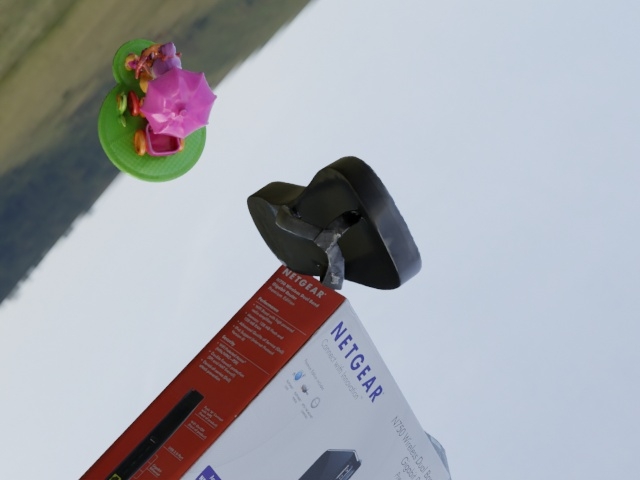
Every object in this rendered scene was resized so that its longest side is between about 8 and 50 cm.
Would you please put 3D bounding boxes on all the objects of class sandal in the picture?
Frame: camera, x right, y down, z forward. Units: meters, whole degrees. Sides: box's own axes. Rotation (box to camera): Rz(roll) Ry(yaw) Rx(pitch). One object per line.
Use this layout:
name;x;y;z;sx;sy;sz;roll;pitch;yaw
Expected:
sandal;0.000;0.001;1.076;0.054;0.097;0.254;-34;-173;-18

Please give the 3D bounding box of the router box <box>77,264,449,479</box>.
router box;-0.049;0.230;1.378;0.082;0.335;0.301;32;-108;38

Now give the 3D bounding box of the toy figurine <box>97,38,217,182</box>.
toy figurine;-0.172;-0.166;1.692;0.159;0.130;0.173;151;-68;-66

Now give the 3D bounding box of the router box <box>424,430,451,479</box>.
router box;0.085;0.274;1.637;0.122;0.038;0.092;-42;-163;12
